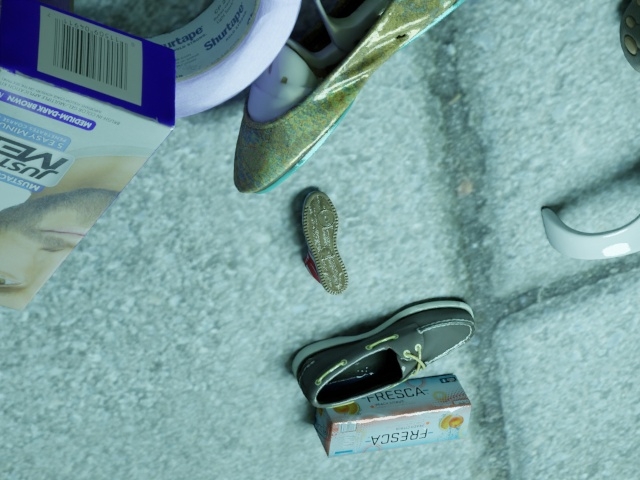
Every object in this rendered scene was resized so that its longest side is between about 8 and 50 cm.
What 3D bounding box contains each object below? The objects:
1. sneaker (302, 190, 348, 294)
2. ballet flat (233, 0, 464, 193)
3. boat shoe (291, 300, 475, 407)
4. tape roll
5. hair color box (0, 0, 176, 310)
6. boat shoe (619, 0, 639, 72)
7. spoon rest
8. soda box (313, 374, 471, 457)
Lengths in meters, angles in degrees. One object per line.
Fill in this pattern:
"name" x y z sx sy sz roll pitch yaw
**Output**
"sneaker" 0.000 0.000 2.206 0.042 0.067 0.118 -13 99 -9
"ballet flat" 0.010 -0.200 2.005 0.348 0.123 0.123 -44 129 8
"boat shoe" 0.083 0.139 2.320 0.228 0.068 0.081 -19 131 -7
"tape roll" -0.159 -0.254 1.908 0.275 0.090 0.274 -11 129 -13
"hair color box" -0.298 -0.078 1.897 0.185 0.110 0.339 18 140 -26
"boat shoe" 0.488 -0.295 2.127 0.355 0.132 0.130 -38 141 20
"spoon rest" 0.402 -0.045 2.298 0.276 0.084 0.137 -23 131 -3
"soda box" 0.087 0.213 2.382 0.183 0.063 0.058 -5 128 -17
